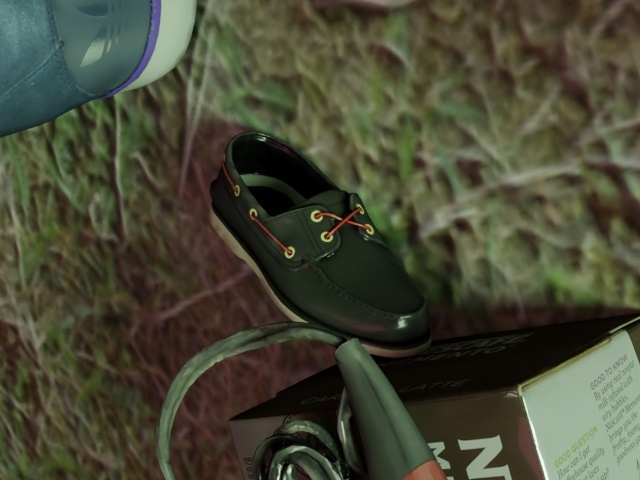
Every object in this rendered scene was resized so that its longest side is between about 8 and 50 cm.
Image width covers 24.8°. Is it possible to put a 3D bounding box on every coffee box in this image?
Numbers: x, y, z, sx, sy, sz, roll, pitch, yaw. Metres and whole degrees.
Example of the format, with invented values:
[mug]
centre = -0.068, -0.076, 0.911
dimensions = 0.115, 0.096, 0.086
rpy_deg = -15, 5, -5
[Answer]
[coffee box]
centre = 0.075, 0.162, 0.540
dimensions = 0.141, 0.098, 0.246
rpy_deg = -12, 96, 41

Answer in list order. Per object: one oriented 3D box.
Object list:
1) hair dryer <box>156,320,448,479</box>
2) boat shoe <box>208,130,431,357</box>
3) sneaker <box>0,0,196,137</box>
[hair dryer]
centre = 0.050, 0.160, 0.441
dimensions = 0.294, 0.080, 0.223
rpy_deg = 13, 109, 33
[boat shoe]
centre = -0.001, 0.000, 0.583
dimensions = 0.133, 0.049, 0.042
rpy_deg = 43, 131, 42
[sneaker]
centre = -0.239, -0.096, 0.645
dimensions = 0.323, 0.236, 0.130
rpy_deg = 6, 107, 40
